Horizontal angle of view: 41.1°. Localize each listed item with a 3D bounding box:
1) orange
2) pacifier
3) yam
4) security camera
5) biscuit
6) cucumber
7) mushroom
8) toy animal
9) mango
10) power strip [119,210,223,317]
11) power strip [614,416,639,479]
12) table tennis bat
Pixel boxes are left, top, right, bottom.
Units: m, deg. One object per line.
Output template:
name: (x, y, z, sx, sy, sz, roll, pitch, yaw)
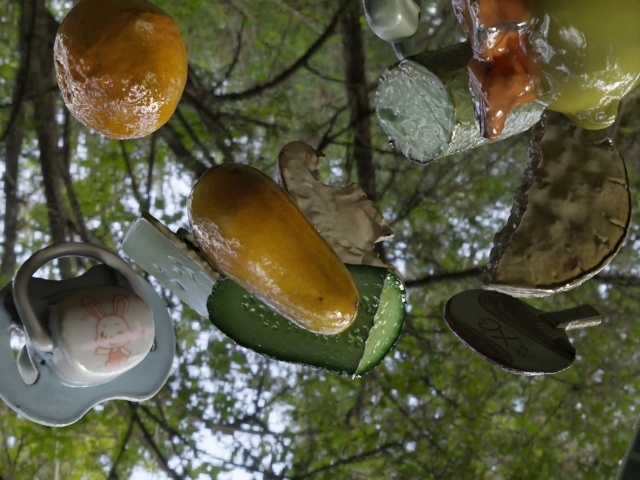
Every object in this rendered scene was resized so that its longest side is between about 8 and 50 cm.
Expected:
orange: (-0.239, -0.209, 1.030, 0.155, 0.178, 0.177, -7, -154, -15)
pacifier: (-0.350, 0.138, 1.175, 0.287, 0.225, 0.239, -15, -103, -51)
yam: (0.265, -0.260, 1.527, 0.300, 0.195, 0.195, -21, -144, -32)
security camera: (0.141, -0.407, 1.492, 0.080, 0.157, 0.301, -10, 177, 17)
biscuit: (0.282, -0.040, 0.956, 0.141, 0.038, 0.290, 27, -120, -1)
cucumber: (-0.022, 0.074, 0.920, 0.243, 0.115, 0.063, 8, 174, 38)
mushroom: (0.000, 0.000, 1.279, 0.156, 0.151, 0.286, -19, -110, -43)
toy animal: (0.314, -0.243, 0.940, 0.338, 0.216, 0.191, -13, -151, 2)
mango: (-0.040, 0.008, 0.738, 0.178, 0.090, 0.115, 42, -178, -19)
power strip: (-0.206, 0.028, 1.315, 0.198, 0.064, 0.213, 43, 155, -10)
power strip: (0.417, 0.290, 1.031, 0.106, 0.043, 0.367, 15, -124, 32)
table tennis bat: (0.297, 0.121, 1.191, 0.301, 0.022, 0.173, -4, -142, -39)
